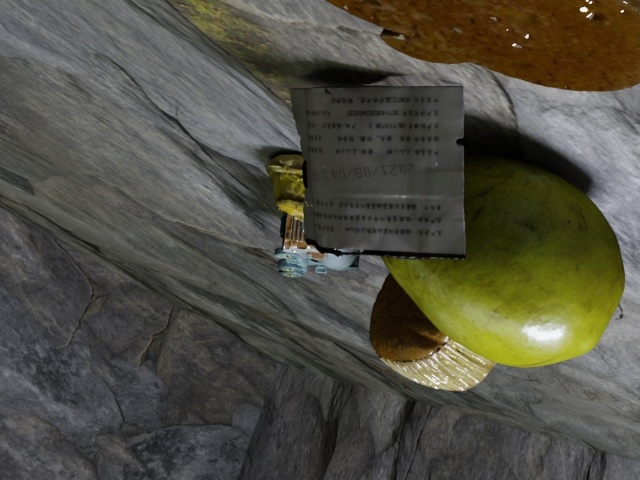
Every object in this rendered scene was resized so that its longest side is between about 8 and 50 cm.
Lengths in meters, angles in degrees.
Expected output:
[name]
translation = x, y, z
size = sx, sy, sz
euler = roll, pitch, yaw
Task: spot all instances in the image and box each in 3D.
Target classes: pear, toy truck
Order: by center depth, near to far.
[pear]
translation = 0.225, 0.021, 1.611
size = 0.307, 0.253, 0.253
euler = 36, 168, 4
[toy truck]
translation = 0.000, 0.000, 2.196
size = 0.140, 0.108, 0.257
euler = 6, 169, 2

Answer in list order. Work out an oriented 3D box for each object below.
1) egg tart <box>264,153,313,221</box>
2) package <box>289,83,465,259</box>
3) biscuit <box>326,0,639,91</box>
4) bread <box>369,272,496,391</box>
[egg tart]
translation = -0.005, -0.067, 1.980
size = 0.191, 0.074, 0.191
euler = 17, 169, 3
[package]
translation = 0.059, -0.081, 1.526
size = 0.250, 0.204, 0.062
euler = 4, -167, 41
[biscuit]
translation = 0.128, -0.225, 1.130
size = 0.367, 0.063, 0.314
euler = 20, 170, -4
[bread]
translation = 0.196, 0.124, 2.126
size = 0.142, 0.227, 0.253
euler = 29, 172, -24
